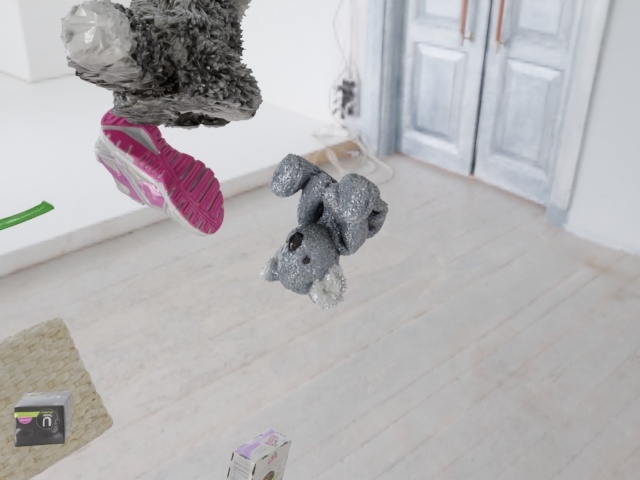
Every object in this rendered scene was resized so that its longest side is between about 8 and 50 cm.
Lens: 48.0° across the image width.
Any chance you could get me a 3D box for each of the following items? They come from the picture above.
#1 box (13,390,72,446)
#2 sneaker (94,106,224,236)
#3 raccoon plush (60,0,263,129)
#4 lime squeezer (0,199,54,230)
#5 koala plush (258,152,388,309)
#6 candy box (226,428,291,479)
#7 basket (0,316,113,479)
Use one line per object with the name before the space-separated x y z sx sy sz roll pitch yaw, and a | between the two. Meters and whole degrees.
box | -0.359 0.230 0.934 0.062 0.052 0.083 -1 1 -12
sneaker | -0.262 -0.101 1.169 0.111 0.252 0.103 -28 19 51
raccoon plush | -0.186 -0.329 0.959 0.216 0.299 0.446 0 -3 -4
lime squeezer | -0.529 0.041 1.052 0.110 0.310 0.059 30 11 -50
koala plush | 0.000 0.000 1.250 0.196 0.221 0.203 21 -10 29
candy box | -0.159 0.580 1.745 0.070 0.196 0.165 20 14 26
basket | -0.719 0.397 1.691 0.266 0.328 0.331 -27 -1 43
